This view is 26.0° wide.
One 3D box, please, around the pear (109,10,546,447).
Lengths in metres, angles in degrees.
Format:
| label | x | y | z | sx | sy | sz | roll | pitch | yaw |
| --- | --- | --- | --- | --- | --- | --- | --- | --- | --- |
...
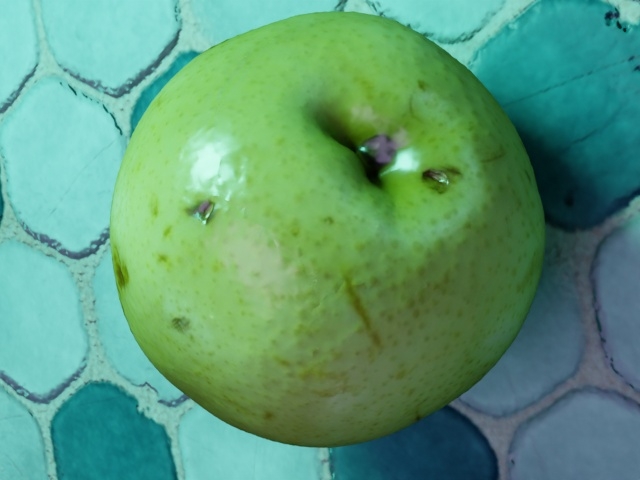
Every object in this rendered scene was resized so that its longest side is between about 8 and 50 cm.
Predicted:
| label | x | y | z | sx | sy | sz | roll | pitch | yaw |
| --- | --- | --- | --- | --- | --- | --- | --- | --- | --- |
| pear | 0.000 | 0.000 | 0.980 | 0.309 | 0.309 | 0.309 | 11 | 109 | 33 |
